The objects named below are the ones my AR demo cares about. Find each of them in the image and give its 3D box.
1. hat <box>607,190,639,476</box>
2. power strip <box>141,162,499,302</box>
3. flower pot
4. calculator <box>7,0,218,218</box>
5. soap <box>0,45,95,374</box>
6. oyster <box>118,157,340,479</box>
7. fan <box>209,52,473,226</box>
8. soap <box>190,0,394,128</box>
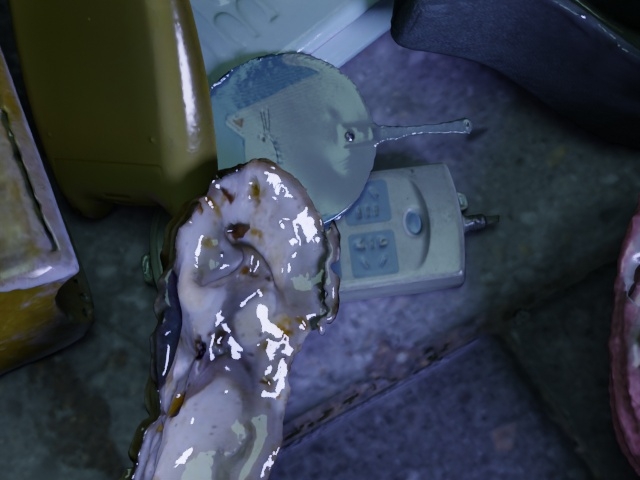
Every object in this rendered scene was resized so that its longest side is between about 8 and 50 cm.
[{"bbox_3d":[0.260,0.097,1.024,0.237,0.107,0.286,23,73,-5],"label":"hat"},{"bbox_3d":[0.000,0.000,1.123,0.227,0.029,0.080,-8,67,-1],"label":"power strip"},{"bbox_3d":[0.163,-0.141,1.103,0.229,0.108,0.103,24,67,-5],"label":"flower pot"},{"bbox_3d":[-0.132,-0.118,1.073,0.157,0.236,0.033,5,21,45],"label":"calculator"},{"bbox_3d":[-0.324,-0.054,1.096,0.293,0.156,0.335,-22,68,-8],"label":"soap"},{"bbox_3d":[-0.079,0.114,1.030,0.078,0.129,0.345,6,74,38],"label":"oyster"},{"bbox_3d":[0.010,-0.063,1.115,0.175,0.005,0.113,-6,84,-10],"label":"fan"},{"bbox_3d":[-0.058,-0.137,1.164,0.198,0.066,0.119,-39,69,-12],"label":"soap"}]
